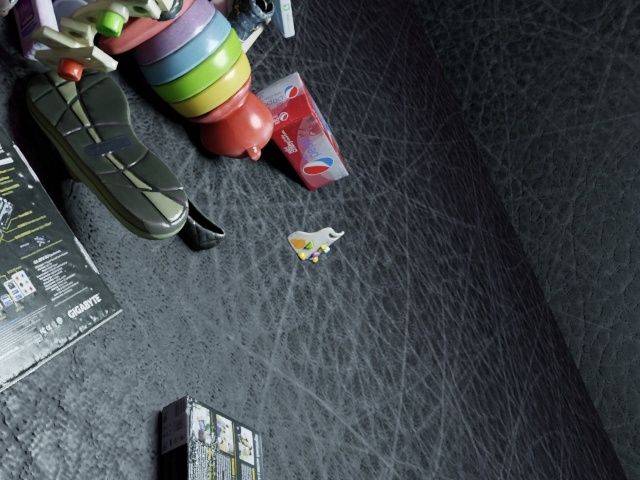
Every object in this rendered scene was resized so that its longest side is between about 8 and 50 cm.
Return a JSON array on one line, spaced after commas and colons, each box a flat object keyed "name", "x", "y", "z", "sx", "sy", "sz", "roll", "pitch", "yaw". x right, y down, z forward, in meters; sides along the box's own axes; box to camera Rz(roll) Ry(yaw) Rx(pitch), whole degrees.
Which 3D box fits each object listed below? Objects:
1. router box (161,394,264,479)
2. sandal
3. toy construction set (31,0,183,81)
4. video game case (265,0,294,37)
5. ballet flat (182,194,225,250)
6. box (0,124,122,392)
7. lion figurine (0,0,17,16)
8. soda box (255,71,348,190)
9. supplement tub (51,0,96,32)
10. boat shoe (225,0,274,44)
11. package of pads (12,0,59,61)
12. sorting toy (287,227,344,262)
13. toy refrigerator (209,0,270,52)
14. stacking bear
[{"name": "router box", "x": -0.120, "y": 0.282, "z": 0.983, "sx": 0.133, "sy": 0.046, "sz": 0.179, "roll": 38, "pitch": 32, "yaw": -40}, {"name": "sandal", "x": -0.273, "y": -0.104, "z": 1.065, "sx": 0.120, "sy": 0.086, "sz": 0.303, "roll": -17, "pitch": 60, "yaw": -35}, {"name": "toy construction set", "x": -0.255, "y": -0.354, "z": 1.039, "sx": 0.151, "sy": 0.215, "sz": 0.328, "roll": 6, "pitch": 93, "yaw": -76}, {"name": "video game case", "x": -0.102, "y": -0.501, "z": 1.572, "sx": 0.193, "sy": 0.023, "sz": 0.212, "roll": 83, "pitch": -16, "yaw": -44}, {"name": "ballet flat", "x": -0.197, "y": -0.062, "z": 1.214, "sx": 0.173, "sy": 0.049, "sz": 0.057, "roll": 53, "pitch": 24, "yaw": -14}, {"name": "box", "x": -0.352, "y": 0.027, "z": 0.789, "sx": 0.257, "sy": 0.079, "sz": 0.322, "roll": 56, "pitch": 25, "yaw": -4}, {"name": "lion figurine", "x": -0.408, "y": -0.357, "z": 0.871, "sx": 0.392, "sy": 0.240, "sz": 0.142, "roll": 5, "pitch": 66, "yaw": -69}, {"name": "soda box", "x": -0.029, "y": -0.185, "z": 1.542, "sx": 0.263, "sy": 0.083, "sz": 0.092, "roll": 50, "pitch": 19, "yaw": -66}, {"name": "supplement tub", "x": -0.327, "y": -0.373, "z": 1.235, "sx": 0.106, "sy": 0.106, "sz": 0.198, "roll": 40, "pitch": 38, "yaw": -36}, {"name": "boat shoe", "x": -0.114, "y": -0.393, "z": 1.476, "sx": 0.065, "sy": 0.083, "sz": 0.183, "roll": 44, "pitch": 27, "yaw": -23}, {"name": "package of pads", "x": -0.369, "y": -0.281, "z": 1.130, "sx": 0.032, "sy": 0.050, "sz": 0.083, "roll": 18, "pitch": 48, "yaw": -56}, {"name": "sorting toy", "x": 0.000, "y": 0.000, "z": 1.490, "sx": 0.083, "sy": 0.075, "sz": 0.045, "roll": 13, "pitch": 51, "yaw": -58}, {"name": "toy refrigerator", "x": -0.179, "y": -0.372, "z": 1.549, "sx": 0.102, "sy": 0.094, "sz": 0.269, "roll": 48, "pitch": 25, "yaw": -17}, {"name": "stacking bear", "x": -0.180, "y": -0.247, "z": 1.331, "sx": 0.289, "sy": 0.164, "sz": 0.175, "roll": 54, "pitch": 12, "yaw": -29}]
